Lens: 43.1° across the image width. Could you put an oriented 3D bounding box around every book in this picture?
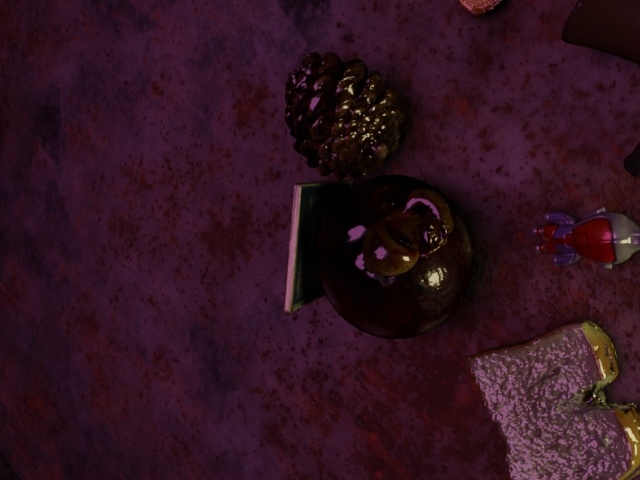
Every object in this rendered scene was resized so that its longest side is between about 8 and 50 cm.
[{"bbox_3d":[0.000,0.000,1.534,0.018,0.322,0.229,8,97,17],"label":"book"}]

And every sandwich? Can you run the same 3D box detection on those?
[{"bbox_3d":[0.403,0.286,1.365,0.249,0.095,0.273,-26,75,33],"label":"sandwich"}]

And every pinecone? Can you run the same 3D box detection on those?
[{"bbox_3d":[0.035,-0.243,1.554,0.272,0.224,0.224,51,121,29],"label":"pinecone"}]

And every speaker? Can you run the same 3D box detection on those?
[{"bbox_3d":[0.508,-0.248,1.206,0.259,0.198,0.329,-44,74,17],"label":"speaker"}]

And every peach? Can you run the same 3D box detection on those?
[{"bbox_3d":[0.289,-0.449,1.438,0.098,0.061,0.098,6,109,19],"label":"peach"}]

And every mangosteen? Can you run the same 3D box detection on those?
[{"bbox_3d":[0.126,0.027,1.445,0.297,0.293,0.297,-2,86,25],"label":"mangosteen"}]

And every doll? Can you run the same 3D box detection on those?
[{"bbox_3d":[0.448,-0.003,1.324,0.227,0.075,0.102,-4,104,48],"label":"doll"}]
